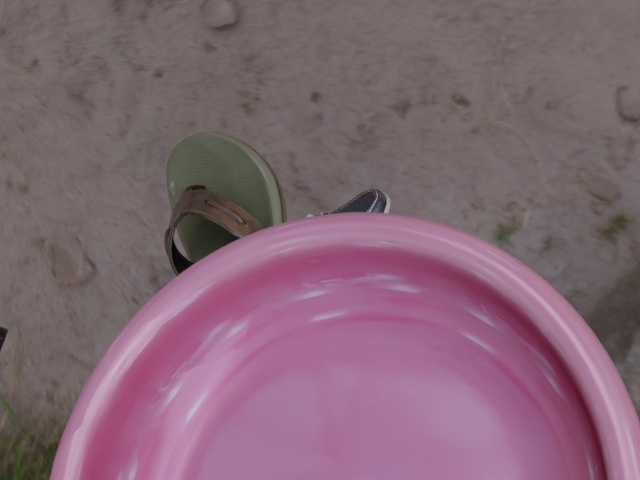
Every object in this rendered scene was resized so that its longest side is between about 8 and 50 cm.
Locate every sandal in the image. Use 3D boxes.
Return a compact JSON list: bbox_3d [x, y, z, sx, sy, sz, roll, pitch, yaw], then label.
[{"bbox_3d":[-0.093,0.010,1.195,0.120,0.303,0.086,-29,142,20],"label":"sandal"}]

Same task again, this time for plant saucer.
[{"bbox_3d":[0.012,0.151,0.676,0.332,0.332,0.084,-50,151,-4],"label":"plant saucer"}]

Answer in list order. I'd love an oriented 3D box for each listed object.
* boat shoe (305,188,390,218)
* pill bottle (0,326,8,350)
[{"bbox_3d":[0.000,0.000,1.602,0.206,0.075,0.065,-42,121,1],"label":"boat shoe"},{"bbox_3d":[-0.462,0.104,1.376,0.219,0.123,0.123,21,92,-11],"label":"pill bottle"}]
